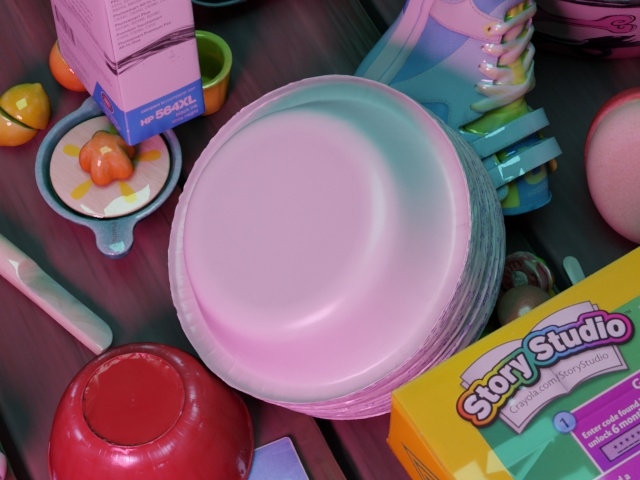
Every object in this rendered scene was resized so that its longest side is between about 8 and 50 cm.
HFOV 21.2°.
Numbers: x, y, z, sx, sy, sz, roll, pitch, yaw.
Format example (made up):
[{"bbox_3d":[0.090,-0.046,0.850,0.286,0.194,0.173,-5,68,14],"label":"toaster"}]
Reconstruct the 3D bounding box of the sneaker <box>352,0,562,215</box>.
[{"bbox_3d":[0.163,-0.146,1.493,0.127,0.319,0.208,-27,73,-34],"label":"sneaker"}]

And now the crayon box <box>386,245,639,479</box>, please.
[{"bbox_3d":[0.284,0.165,1.297,0.363,0.106,0.313,-28,62,-14],"label":"crayon box"}]

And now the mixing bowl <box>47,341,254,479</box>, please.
[{"bbox_3d":[-0.149,0.154,1.434,0.181,0.098,0.181,-2,59,3],"label":"mixing bowl"}]

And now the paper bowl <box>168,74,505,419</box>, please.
[{"bbox_3d":[0.000,0.000,1.432,0.284,0.148,0.284,-8,73,26],"label":"paper bowl"}]

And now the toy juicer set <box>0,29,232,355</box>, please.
[{"bbox_3d":[-0.228,-0.076,1.575,0.209,0.089,0.329,18,63,11],"label":"toy juicer set"}]

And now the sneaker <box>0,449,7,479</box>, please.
[{"bbox_3d":[-0.396,0.151,1.444,0.281,0.105,0.115,10,62,8],"label":"sneaker"}]

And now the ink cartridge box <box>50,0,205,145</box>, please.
[{"bbox_3d":[-0.176,-0.210,1.497,0.086,0.203,0.148,-25,54,-18],"label":"ink cartridge box"}]

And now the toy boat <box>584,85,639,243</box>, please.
[{"bbox_3d":[0.355,-0.079,1.547,0.231,0.151,0.151,6,31,5],"label":"toy boat"}]

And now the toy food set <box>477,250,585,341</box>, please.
[{"bbox_3d":[0.146,0.059,1.496,0.217,0.071,0.128,-8,61,-3],"label":"toy food set"}]

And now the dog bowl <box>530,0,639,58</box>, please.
[{"bbox_3d":[0.279,-0.355,1.681,0.407,0.150,0.408,0,61,1],"label":"dog bowl"}]

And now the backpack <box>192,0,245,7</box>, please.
[{"bbox_3d":[-0.074,-0.357,1.656,0.253,0.225,0.191,-29,41,-9],"label":"backpack"}]

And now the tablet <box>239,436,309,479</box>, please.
[{"bbox_3d":[-0.055,0.205,1.458,0.083,0.006,0.054,-21,62,-11],"label":"tablet"}]
